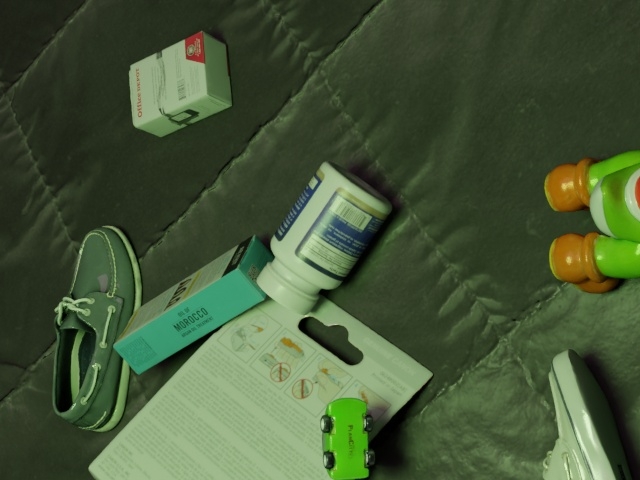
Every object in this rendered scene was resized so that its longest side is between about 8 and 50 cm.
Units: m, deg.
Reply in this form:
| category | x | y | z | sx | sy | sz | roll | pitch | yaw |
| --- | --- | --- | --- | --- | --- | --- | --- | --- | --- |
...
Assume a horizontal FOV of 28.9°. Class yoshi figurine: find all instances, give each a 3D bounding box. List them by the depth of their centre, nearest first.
| category | x | y | z | sx | sy | sz | roll | pitch | yaw |
| --- | --- | --- | --- | --- | --- | --- | --- | --- | --- |
| yoshi figurine | 0.433 | -0.045 | 1.338 | 0.362 | 0.203 | 0.203 | -16 | 27 | 47 |

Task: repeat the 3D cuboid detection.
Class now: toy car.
| category | x | y | z | sx | sy | sz | roll | pitch | yaw |
| --- | --- | --- | --- | --- | --- | --- | --- | --- | --- |
| toy car | 0.033 | 0.301 | 1.490 | 0.053 | 0.239 | 0.225 | 159 | 110 | -75 |

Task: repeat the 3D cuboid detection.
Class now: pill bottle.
| category | x | y | z | sx | sy | sz | roll | pitch | yaw |
| --- | --- | --- | --- | --- | --- | --- | --- | --- | --- |
| pill bottle | 0.000 | 0.000 | 1.645 | 0.112 | 0.112 | 0.187 | 42 | 102 | 36 |

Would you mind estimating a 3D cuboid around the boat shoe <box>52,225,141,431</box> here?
| category | x | y | z | sx | sy | sz | roll | pitch | yaw |
| --- | --- | --- | --- | --- | --- | --- | --- | --- | --- |
| boat shoe | -0.347 | 0.125 | 1.876 | 0.116 | 0.099 | 0.319 | -9 | 73 | 35 |

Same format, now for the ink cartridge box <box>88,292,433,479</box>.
| category | x | y | z | sx | sy | sz | roll | pitch | yaw |
| --- | --- | --- | --- | --- | --- | --- | --- | --- | --- |
| ink cartridge box | -0.073 | 0.258 | 1.637 | 0.385 | 0.091 | 0.308 | -46 | 51 | -14 |

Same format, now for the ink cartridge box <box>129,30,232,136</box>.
| category | x | y | z | sx | sy | sz | roll | pitch | yaw |
| --- | --- | --- | --- | --- | --- | --- | --- | --- | --- |
| ink cartridge box | -0.215 | -0.236 | 1.899 | 0.150 | 0.063 | 0.109 | -19 | 67 | 32 |

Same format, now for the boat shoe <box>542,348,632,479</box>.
| category | x | y | z | sx | sy | sz | roll | pitch | yaw |
| --- | --- | --- | --- | --- | --- | --- | --- | --- | --- |
| boat shoe | 0.292 | 0.257 | 1.380 | 0.088 | 0.096 | 0.268 | -25 | 72 | 24 |

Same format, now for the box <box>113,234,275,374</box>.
| category | x | y | z | sx | sy | sz | roll | pitch | yaw |
| --- | --- | --- | --- | --- | --- | --- | --- | --- | --- |
| box | -0.175 | 0.092 | 1.754 | 0.244 | 0.060 | 0.100 | -31 | 18 | 27 |
